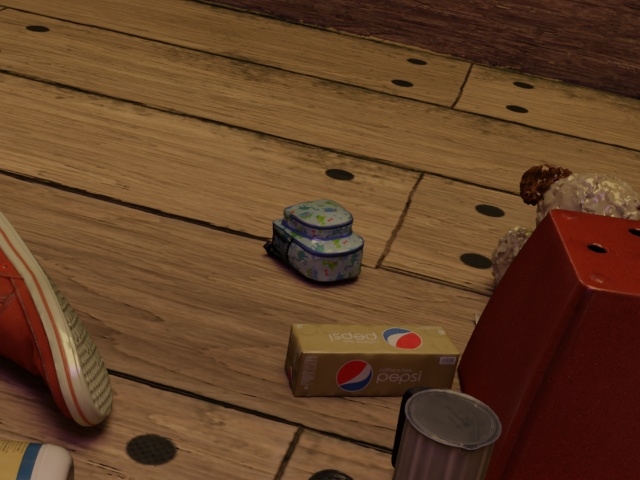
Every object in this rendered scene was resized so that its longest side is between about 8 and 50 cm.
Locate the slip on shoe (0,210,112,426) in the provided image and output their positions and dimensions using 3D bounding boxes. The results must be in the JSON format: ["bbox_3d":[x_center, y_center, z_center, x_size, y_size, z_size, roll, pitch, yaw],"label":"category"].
[{"bbox_3d":[-0.307,0.086,1.072,0.101,0.123,0.331,-35,47,-13],"label":"slip on shoe"}]

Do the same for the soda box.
[{"bbox_3d":[0.055,0.131,1.146,0.181,0.058,0.061,3,26,-16],"label":"soda box"}]

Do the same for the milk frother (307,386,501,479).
[{"bbox_3d":[0.066,0.202,0.911,0.143,0.134,0.129,-7,30,-32],"label":"milk frother"}]

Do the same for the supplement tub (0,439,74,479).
[{"bbox_3d":[-0.287,0.212,0.750,0.200,0.144,0.144,6,26,-7],"label":"supplement tub"}]

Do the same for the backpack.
[{"bbox_3d":[0.000,0.000,1.370,0.105,0.084,0.114,-12,36,-34],"label":"backpack"}]

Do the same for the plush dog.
[{"bbox_3d":[0.315,0.022,1.272,0.262,0.225,0.211,25,29,28],"label":"plush dog"}]

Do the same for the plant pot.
[{"bbox_3d":[0.307,0.118,1.059,0.268,0.235,0.267,9,26,-3],"label":"plant pot"}]
